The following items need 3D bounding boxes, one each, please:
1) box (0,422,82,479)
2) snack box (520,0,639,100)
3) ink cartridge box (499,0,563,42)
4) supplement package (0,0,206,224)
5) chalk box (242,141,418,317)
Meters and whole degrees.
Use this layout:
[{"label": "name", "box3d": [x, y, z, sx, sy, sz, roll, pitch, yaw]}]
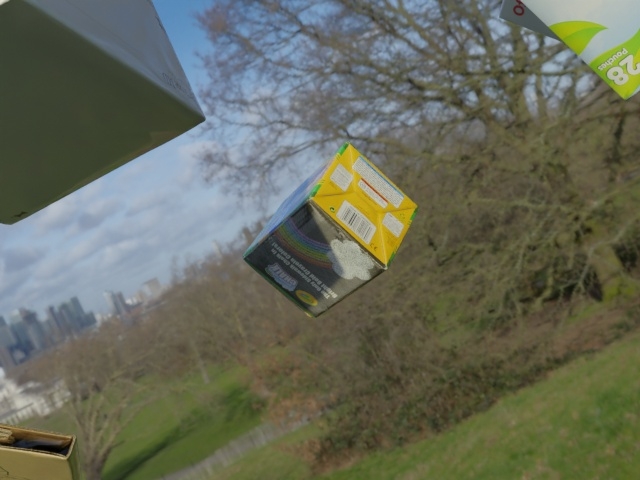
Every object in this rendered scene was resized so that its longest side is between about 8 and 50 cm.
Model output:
[{"label": "box", "box3d": [-0.287, 0.186, 0.622, 0.164, 0.021, 0.201, 12, -32, -9]}, {"label": "snack box", "box3d": [0.169, -0.196, 0.341, 0.207, 0.174, 0.070, -40, 12, 48]}, {"label": "ink cartridge box", "box3d": [0.215, -0.191, 0.529, 0.063, 0.150, 0.109, -58, -15, -24]}, {"label": "supplement package", "box3d": [-0.236, -0.128, 0.504, 0.204, 0.145, 0.262, -26, -9, 9]}, {"label": "chalk box", "box3d": [0.000, 0.000, 0.966, 0.213, 0.132, 0.132, -38, 15, 46]}]
